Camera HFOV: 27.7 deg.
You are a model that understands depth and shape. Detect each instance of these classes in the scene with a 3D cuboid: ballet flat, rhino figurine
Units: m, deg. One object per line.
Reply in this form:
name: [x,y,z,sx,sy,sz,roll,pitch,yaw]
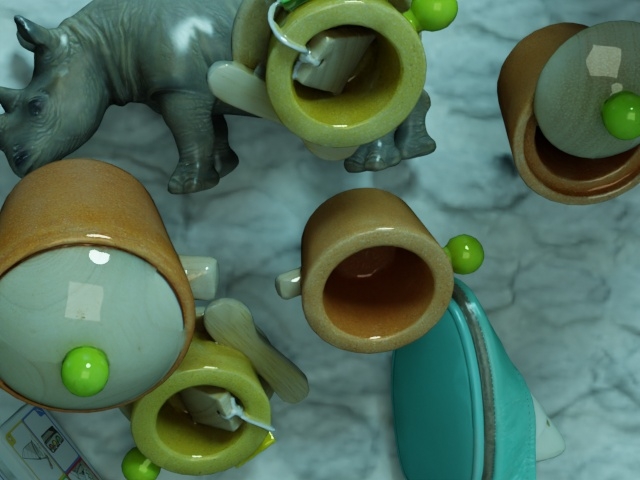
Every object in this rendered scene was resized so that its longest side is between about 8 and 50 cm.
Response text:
ballet flat: [0.089,0.138,0.692,0.087,0.083,0.247,-6,96,-34]
rhino figurine: [-0.061,-0.080,0.643,0.243,0.073,0.106,-7,100,-9]

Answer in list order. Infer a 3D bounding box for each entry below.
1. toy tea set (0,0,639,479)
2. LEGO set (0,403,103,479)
toy tea set: [0.000,0.000,0.570,0.336,0.124,0.200,-38,122,14]
LEGO set: [-0.205,0.078,0.586,0.060,0.182,0.244,-35,97,16]
